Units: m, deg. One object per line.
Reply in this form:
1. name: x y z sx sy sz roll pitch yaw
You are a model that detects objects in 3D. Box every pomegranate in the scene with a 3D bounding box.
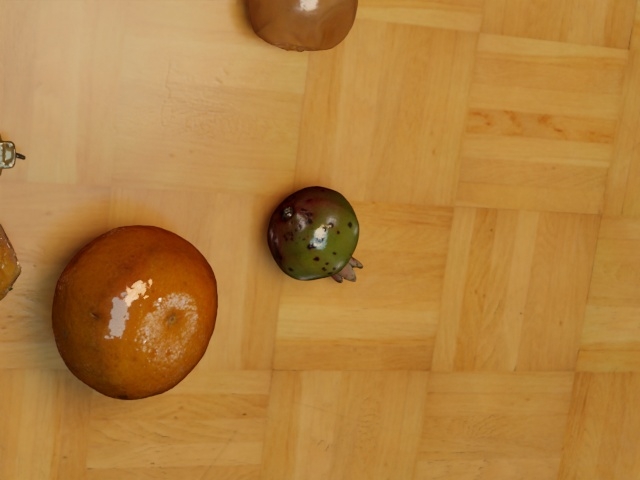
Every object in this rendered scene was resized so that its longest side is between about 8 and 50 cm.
1. pomegranate: -0.001 -0.007 1.647 0.129 0.129 0.159 -65 154 4

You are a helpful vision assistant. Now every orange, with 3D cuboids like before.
1. orange: -0.236 0.088 1.552 0.224 0.170 0.224 -16 115 -38

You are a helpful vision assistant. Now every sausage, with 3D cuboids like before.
1. sausage: -0.013 -0.359 1.548 0.136 0.120 0.241 5 101 -33

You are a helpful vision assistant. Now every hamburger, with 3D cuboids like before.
1. hamburger: -0.430 0.051 1.515 0.102 0.087 0.176 39 86 -22

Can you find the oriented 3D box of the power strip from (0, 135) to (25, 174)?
1. power strip: -0.512 -0.102 1.472 0.305 0.044 0.064 -3 104 -18
